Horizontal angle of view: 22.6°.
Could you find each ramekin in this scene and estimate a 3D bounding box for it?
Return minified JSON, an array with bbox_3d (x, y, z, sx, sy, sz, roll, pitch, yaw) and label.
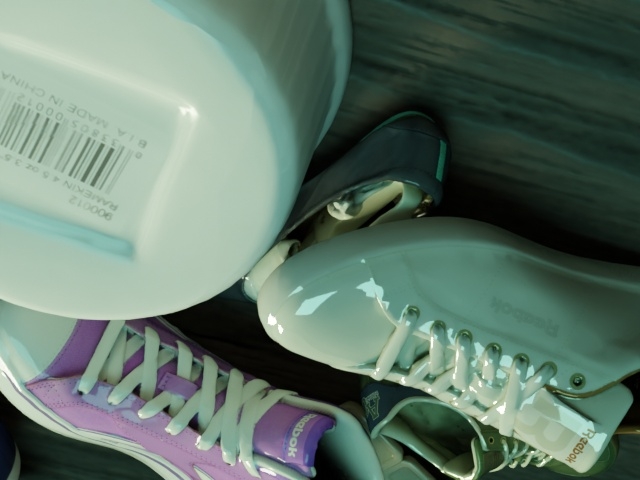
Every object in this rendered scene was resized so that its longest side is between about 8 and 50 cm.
[{"bbox_3d":[-0.126,-0.086,0.878,0.277,0.135,0.277,4,130,5],"label":"ramekin"}]

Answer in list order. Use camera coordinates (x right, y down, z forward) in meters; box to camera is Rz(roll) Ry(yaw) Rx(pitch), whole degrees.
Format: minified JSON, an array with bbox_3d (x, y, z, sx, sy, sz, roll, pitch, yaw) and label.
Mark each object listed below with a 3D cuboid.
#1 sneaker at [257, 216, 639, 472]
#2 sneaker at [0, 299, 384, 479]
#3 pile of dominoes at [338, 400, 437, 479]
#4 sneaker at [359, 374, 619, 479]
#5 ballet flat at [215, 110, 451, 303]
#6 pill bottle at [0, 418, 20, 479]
[{"bbox_3d":[0.109,0.066,0.928,0.290,0.123,0.106,6,136,-18],"label":"sneaker"},{"bbox_3d":[-0.074,0.097,1.014,0.282,0.102,0.161,35,154,-27],"label":"sneaker"},{"bbox_3d":[0.041,0.232,1.199,0.196,0.040,0.251,-33,109,32],"label":"pile of dominoes"},{"bbox_3d":[0.109,0.130,1.053,0.192,0.086,0.064,25,129,-12],"label":"sneaker"},{"bbox_3d":[0.000,0.000,0.967,0.074,0.074,0.203,39,124,-22],"label":"ballet flat"},{"bbox_3d":[-0.274,0.147,1.113,0.112,0.112,0.187,-10,128,17],"label":"pill bottle"}]
